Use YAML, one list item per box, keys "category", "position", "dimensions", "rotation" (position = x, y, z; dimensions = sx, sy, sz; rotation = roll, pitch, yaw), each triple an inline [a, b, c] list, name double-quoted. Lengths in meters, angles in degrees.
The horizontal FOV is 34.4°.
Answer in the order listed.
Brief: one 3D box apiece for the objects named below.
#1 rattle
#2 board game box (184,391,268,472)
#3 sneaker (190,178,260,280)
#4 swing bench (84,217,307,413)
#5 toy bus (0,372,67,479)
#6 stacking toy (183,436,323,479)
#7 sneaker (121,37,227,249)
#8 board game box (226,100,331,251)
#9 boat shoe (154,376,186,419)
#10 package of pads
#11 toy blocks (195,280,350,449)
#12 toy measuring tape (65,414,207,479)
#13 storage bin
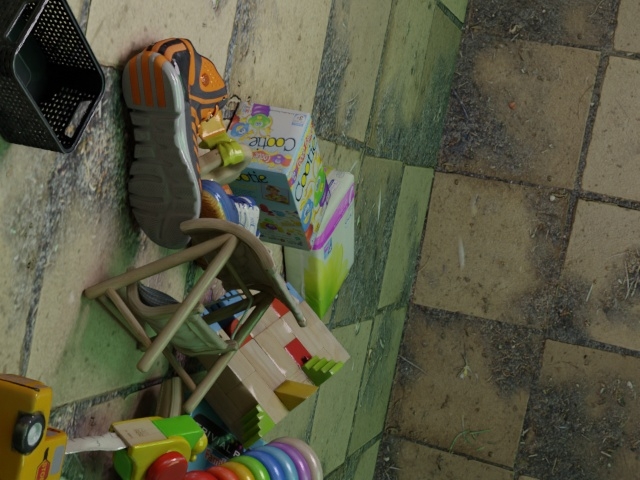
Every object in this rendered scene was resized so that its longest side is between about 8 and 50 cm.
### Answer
- category: "rattle"
  position: [-0.196, -0.150, 1.778]
  dimensions: [0.130, 0.143, 0.200]
  rotation: [-42, 174, -6]
- category: "board game box"
  position: [-0.219, 0.481, 1.849]
  dimensions: [0.254, 0.079, 0.336]
  rotation: [44, 54, -32]
- category: "sneaker"
  position: [-0.170, -0.045, 1.772]
  dimensions: [0.131, 0.111, 0.296]
  rotation: [-55, 166, -20]
- category: "swing bench"
  position: [-0.178, 0.102, 1.589]
  dimensions: [0.254, 0.165, 0.253]
  rotation: [-38, 154, -8]
- category: "toy bus"
  position: [-0.404, 0.334, 1.297]
  dimensions: [0.130, 0.108, 0.333]
  rotation: [7, 95, -74]
- category: "stacking toy"
  position: [-0.131, 0.420, 1.743]
  dimensions: [0.330, 0.141, 0.141]
  rotation: [5, 97, -60]
- category: "sneaker"
  position: [-0.205, -0.155, 1.581]
  dimensions: [0.180, 0.124, 0.321]
  rotation: [-49, 147, -56]
- category: "board game box"
  position: [-0.083, -0.118, 1.968]
  dimensions: [0.275, 0.144, 0.142]
  rotation: [74, 32, -59]
- category: "boat shoe"
  position: [-0.284, 0.369, 1.719]
  dimensions: [0.109, 0.098, 0.302]
  rotation: [89, 6, -64]
- category: "package of pads"
  position: [0.000, 0.000, 2.400]
  dimensions: [0.229, 0.101, 0.297]
  rotation: [-58, 155, -45]
- category: "toy blocks"
  position: [-0.118, 0.197, 1.920]
  dimensions: [0.190, 0.261, 0.381]
  rotation: [-42, 175, 34]
- category: "toy measuring tape"
  position: [-0.304, 0.335, 1.557]
  dimensions: [0.330, 0.121, 0.122]
  rotation: [0, 103, -48]
- category: "storage bin"
  position: [-0.334, -0.199, 1.200]
  dimensions: [0.180, 0.084, 0.122]
  rotation: [74, 32, -59]
